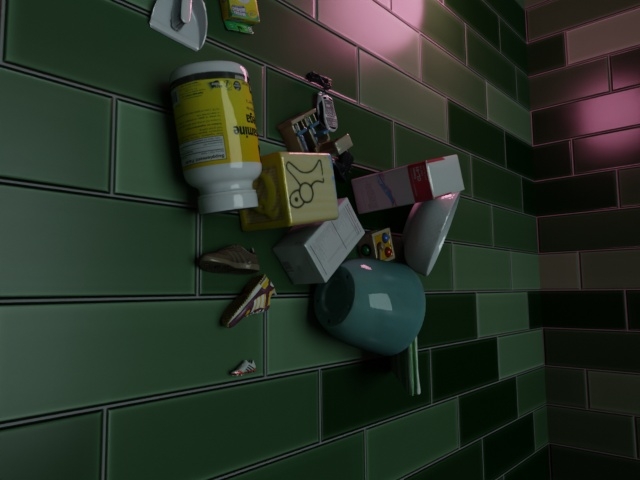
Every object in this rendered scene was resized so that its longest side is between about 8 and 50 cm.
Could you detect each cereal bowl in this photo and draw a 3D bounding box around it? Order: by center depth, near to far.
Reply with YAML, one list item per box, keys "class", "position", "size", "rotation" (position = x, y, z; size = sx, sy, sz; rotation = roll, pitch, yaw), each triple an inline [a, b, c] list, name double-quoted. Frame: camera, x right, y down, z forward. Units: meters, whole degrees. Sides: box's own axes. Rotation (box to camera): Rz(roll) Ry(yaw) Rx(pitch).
- class: "cereal bowl"
  position: [0.396, -0.046, 1.885]
  size: [0.339, 0.141, 0.339]
  rotation: [-59, 162, -32]

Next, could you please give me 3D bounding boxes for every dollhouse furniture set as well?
- class: "dollhouse furniture set"
  position: [-0.003, -0.316, 1.484]
  size: [0.129, 0.183, 0.129]
  rotation: [-42, 116, -43]

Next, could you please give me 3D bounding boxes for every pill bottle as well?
- class: "pill bottle"
  position: [-0.241, -0.235, 1.204]
  size: [0.188, 0.188, 0.334]
  rotation: [-12, 95, -48]

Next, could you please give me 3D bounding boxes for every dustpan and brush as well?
- class: "dustpan and brush"
  position: [-0.330, -0.597, 1.240]
  size: [0.147, 0.060, 0.211]
  rotation: [14, 75, -47]

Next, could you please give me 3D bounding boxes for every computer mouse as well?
- class: "computer mouse"
  position: [0.008, -0.437, 1.621]
  size: [0.106, 0.042, 0.193]
  rotation: [-3, 82, -53]

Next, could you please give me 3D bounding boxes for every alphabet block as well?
- class: "alphabet block"
  position: [-0.091, -0.130, 1.359]
  size: [0.197, 0.193, 0.192]
  rotation: [-9, 91, -48]

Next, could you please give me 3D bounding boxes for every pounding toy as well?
- class: "pounding toy"
  position: [0.194, 0.034, 1.730]
  size: [0.141, 0.100, 0.130]
  rotation: [-18, 99, -48]

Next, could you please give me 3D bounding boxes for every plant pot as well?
- class: "plant pot"
  position: [0.123, 0.185, 1.511]
  size: [0.235, 0.293, 0.293]
  rotation: [17, 73, -37]

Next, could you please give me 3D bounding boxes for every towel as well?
- class: "towel"
  position: [0.268, 0.348, 1.664]
  size: [0.325, 0.038, 0.248]
  rotation: [169, -83, -87]

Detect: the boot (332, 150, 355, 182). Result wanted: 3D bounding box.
- class: "boot"
  position: [0.065, -0.259, 1.660]
  size: [0.121, 0.045, 0.099]
  rotation: [45, 56, -44]

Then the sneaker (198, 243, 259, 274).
- class: "sneaker"
  position: [-0.235, 0.043, 1.288]
  size: [0.188, 0.066, 0.071]
  rotation: [16, 57, -52]

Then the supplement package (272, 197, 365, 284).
- class: "supplement package"
  position: [0.000, 0.000, 1.489]
  size: [0.244, 0.134, 0.139]
  rotation: [-48, 120, -40]

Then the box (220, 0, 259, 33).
- class: "box"
  position: [-0.226, -0.662, 1.380]
  size: [0.105, 0.043, 0.179]
  rotation: [-15, 98, -48]

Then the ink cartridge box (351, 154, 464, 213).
- class: "ink cartridge box"
  position: [0.292, -0.189, 1.711]
  size: [0.226, 0.306, 0.131]
  rotation: [-20, 100, -48]

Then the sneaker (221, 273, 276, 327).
- class: "sneaker"
  position: [-0.177, 0.172, 1.319]
  size: [0.084, 0.069, 0.185]
  rotation: [56, 50, -22]

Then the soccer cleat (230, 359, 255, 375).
- class: "soccer cleat"
  position: [-0.201, 0.329, 1.309]
  size: [0.083, 0.029, 0.036]
  rotation: [2, 76, -51]
